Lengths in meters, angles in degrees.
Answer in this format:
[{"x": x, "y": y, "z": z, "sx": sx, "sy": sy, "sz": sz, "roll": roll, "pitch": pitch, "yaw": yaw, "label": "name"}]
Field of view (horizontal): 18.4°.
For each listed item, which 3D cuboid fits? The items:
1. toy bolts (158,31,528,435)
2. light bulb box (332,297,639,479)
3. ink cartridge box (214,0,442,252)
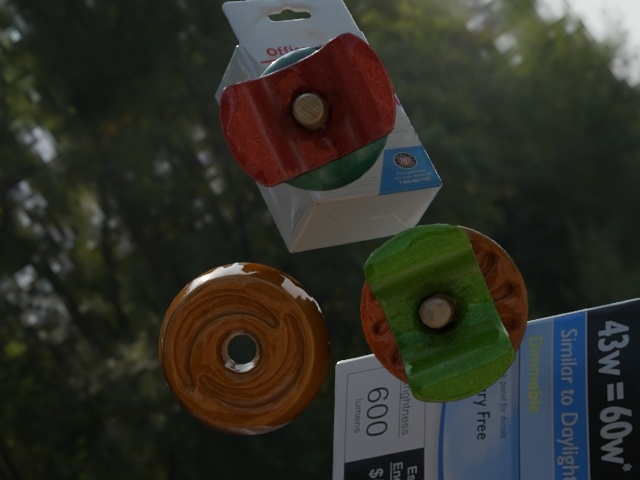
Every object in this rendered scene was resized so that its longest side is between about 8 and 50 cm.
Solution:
[{"x": 0.000, "y": 0.000, "z": 1.207, "sx": 0.218, "sy": 0.229, "sz": 0.158, "roll": -19, "pitch": -2, "yaw": 5, "label": "toy bolts"}, {"x": 0.213, "y": 0.247, "z": 1.351, "sx": 0.361, "sy": 0.358, "sz": 0.225, "roll": -14, "pitch": -32, "yaw": 26, "label": "light bulb box"}, {"x": -0.003, "y": -0.086, "z": 1.403, "sx": 0.104, "sy": 0.181, "sz": 0.061, "roll": -8, "pitch": -32, "yaw": -29, "label": "ink cartridge box"}]
